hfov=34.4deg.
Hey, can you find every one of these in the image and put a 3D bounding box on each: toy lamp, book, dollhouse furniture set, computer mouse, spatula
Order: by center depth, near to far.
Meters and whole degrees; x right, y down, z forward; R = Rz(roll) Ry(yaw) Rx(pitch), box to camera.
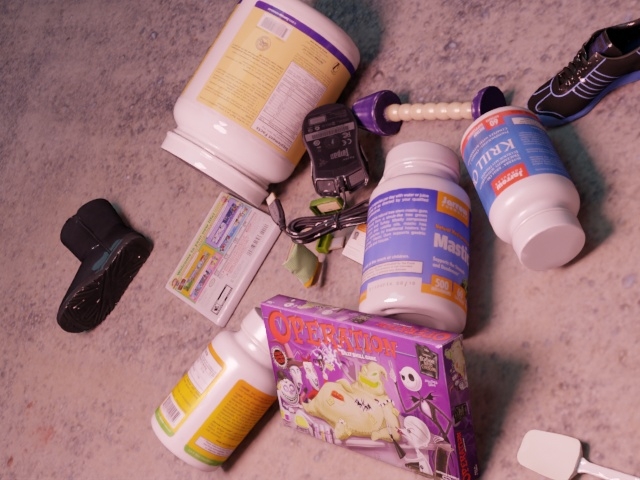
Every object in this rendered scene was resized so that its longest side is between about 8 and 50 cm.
[{"bbox_3d":[0.318,0.327,1.213,0.242,0.019,0.168,10,72,47],"label":"spatula"},{"bbox_3d":[0.105,-0.022,1.627,0.096,0.035,0.144,28,86,46],"label":"book"},{"bbox_3d":[0.162,-0.207,1.653,0.275,0.080,0.080,2,67,45],"label":"toy lamp"},{"bbox_3d":[0.000,0.000,1.671,0.059,0.076,0.151,-11,46,34],"label":"dollhouse furniture set"},{"bbox_3d":[-0.003,-0.100,1.682,0.184,0.060,0.262,-20,54,2],"label":"computer mouse"}]

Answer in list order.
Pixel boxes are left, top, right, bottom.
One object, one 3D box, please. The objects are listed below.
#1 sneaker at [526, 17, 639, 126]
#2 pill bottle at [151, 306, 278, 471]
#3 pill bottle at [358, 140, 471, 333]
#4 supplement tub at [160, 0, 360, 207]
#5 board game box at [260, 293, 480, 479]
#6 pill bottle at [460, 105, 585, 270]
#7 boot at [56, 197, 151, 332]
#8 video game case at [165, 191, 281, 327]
[{"bbox_3d":[0.382,-0.245,1.456,0.232,0.090,0.081,-29,48,28],"label":"sneaker"},{"bbox_3d":[-0.141,0.229,1.623,0.245,0.136,0.136,-51,41,6],"label":"pill bottle"},{"bbox_3d":[0.140,-0.001,1.488,0.152,0.152,0.272,-15,56,37],"label":"pill bottle"},{"bbox_3d":[-0.108,-0.250,1.815,0.241,0.241,0.331,30,88,49],"label":"supplement tub"},{"bbox_3d":[0.060,0.199,1.424,0.347,0.056,0.208,8,111,46],"label":"board game box"},{"bbox_3d":[0.281,-0.071,1.419,0.124,0.124,0.221,-37,45,21],"label":"pill bottle"},{"bbox_3d":[-0.469,0.046,2.082,0.246,0.094,0.207,-51,45,-4],"label":"boot"},{"bbox_3d":[-0.176,0.030,1.869,0.193,0.023,0.212,27,86,49],"label":"video game case"}]
